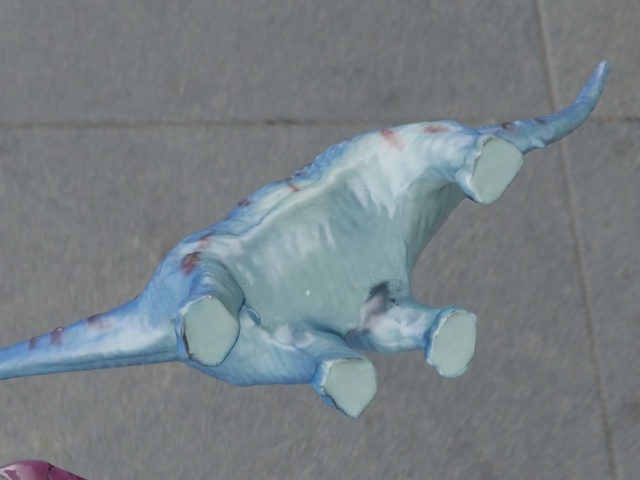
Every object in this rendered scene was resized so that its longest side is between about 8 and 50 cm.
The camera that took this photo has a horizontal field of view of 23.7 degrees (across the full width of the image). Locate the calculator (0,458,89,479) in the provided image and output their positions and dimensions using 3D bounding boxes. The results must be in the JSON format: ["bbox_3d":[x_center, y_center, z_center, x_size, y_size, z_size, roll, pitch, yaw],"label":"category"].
[{"bbox_3d":[-0.026,0.149,0.314,0.034,0.126,0.190,-22,53,26],"label":"calculator"}]

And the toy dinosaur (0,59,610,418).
[{"bbox_3d":[0.001,0.011,0.549,0.329,0.144,0.076,-27,111,-12],"label":"toy dinosaur"}]
